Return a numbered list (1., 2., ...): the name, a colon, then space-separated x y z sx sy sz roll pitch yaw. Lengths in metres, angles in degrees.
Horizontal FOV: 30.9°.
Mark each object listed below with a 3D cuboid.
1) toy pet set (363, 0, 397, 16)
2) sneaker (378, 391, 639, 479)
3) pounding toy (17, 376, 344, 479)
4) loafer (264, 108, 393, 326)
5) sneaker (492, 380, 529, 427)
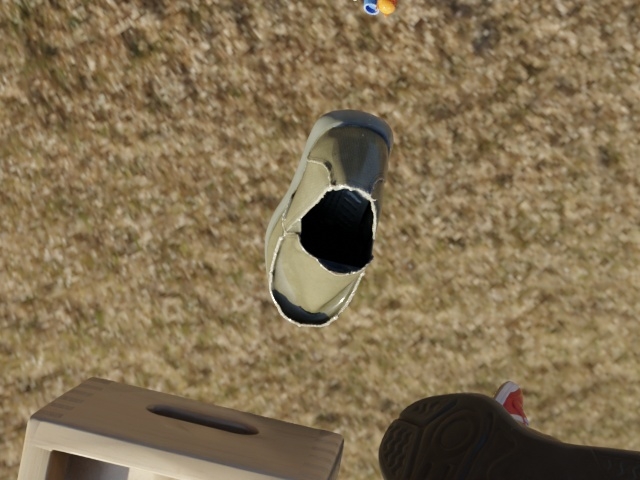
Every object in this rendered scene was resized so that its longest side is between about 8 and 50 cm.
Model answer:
1. toy pet set: 0.018 -0.192 0.809 0.122 0.065 0.114 31 151 -25
2. sneaker: 0.135 0.159 0.657 0.130 0.227 0.087 49 63 -35
3. pounding toy: -0.047 0.186 0.524 0.181 0.094 0.206 12 96 6
4. loafer: 0.000 0.000 1.007 0.094 0.087 0.251 10 137 -3
5. sneaker: 0.137 0.142 0.781 0.118 0.067 0.042 -52 154 -54
